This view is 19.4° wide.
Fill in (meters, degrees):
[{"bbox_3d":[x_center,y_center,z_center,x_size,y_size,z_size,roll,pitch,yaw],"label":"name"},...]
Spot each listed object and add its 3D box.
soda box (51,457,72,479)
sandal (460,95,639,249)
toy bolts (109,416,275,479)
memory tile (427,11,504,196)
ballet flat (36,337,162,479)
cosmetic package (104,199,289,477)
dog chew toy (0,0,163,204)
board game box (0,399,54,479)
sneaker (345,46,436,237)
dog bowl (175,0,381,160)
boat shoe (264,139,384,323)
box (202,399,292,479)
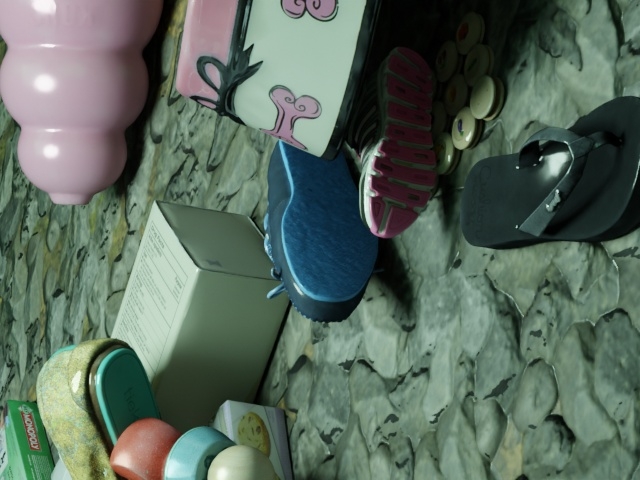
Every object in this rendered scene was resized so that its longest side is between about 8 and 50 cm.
[{"bbox_3d":[-0.210,0.332,1.973,0.091,0.098,0.286,-60,32,35],"label":"soda box"},{"bbox_3d":[0.169,-0.040,1.386,0.254,0.054,0.097,-26,58,59],"label":"sandal"},{"bbox_3d":[-0.124,0.277,1.645,0.158,0.218,0.228,-4,43,47],"label":"toy bolts"},{"bbox_3d":[0.106,-0.113,1.584,0.148,0.012,0.113,-53,38,43],"label":"memory tile"},{"bbox_3d":[-0.181,0.256,1.786,0.123,0.123,0.349,12,123,64],"label":"ballet flat"},{"bbox_3d":[-0.143,0.135,1.889,0.160,0.113,0.309,54,128,55],"label":"cosmetic package"},{"bbox_3d":[-0.292,-0.208,2.221,0.206,0.206,0.332,6,95,64],"label":"dog chew toy"},{"bbox_3d":[-0.382,0.383,2.357,0.213,0.046,0.317,-66,30,29],"label":"board game box"},{"bbox_3d":[0.055,-0.077,1.591,0.075,0.063,0.170,-32,49,57],"label":"sneaker"},{"bbox_3d":[-0.025,-0.280,1.600,0.408,0.150,0.408,-171,90,-86],"label":"dog bowl"},{"bbox_3d":[0.000,0.000,1.688,0.258,0.109,0.089,-90,16,-56],"label":"boat shoe"},{"bbox_3d":[-0.055,0.302,1.708,0.063,0.067,0.324,-49,39,45],"label":"box"}]
